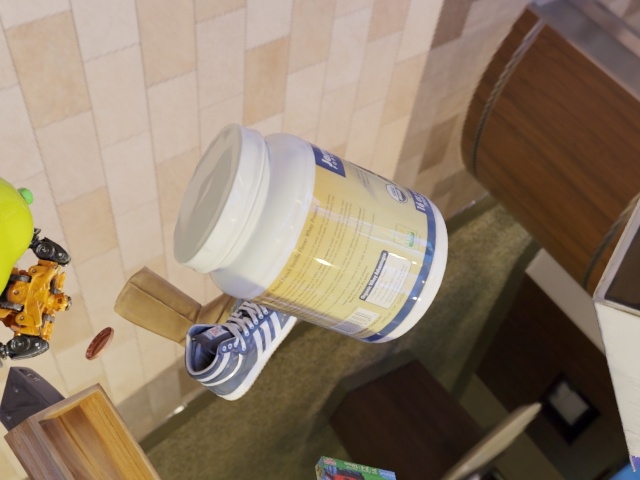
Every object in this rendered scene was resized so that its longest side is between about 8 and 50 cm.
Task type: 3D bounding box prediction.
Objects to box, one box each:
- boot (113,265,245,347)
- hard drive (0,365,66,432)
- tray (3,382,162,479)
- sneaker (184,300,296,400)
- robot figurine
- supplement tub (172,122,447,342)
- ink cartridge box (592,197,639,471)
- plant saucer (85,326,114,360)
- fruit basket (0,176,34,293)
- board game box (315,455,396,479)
[{"bbox_3d":[-0.322,0.134,1.781,0.236,0.269,0.089,-58,165,-11],"label":"boot"},{"bbox_3d":[-0.561,0.386,1.548,0.054,0.255,0.172,-20,142,-53],"label":"hard drive"},{"bbox_3d":[-0.354,0.463,1.303,0.076,0.411,0.203,-36,175,17],"label":"tray"},{"bbox_3d":[-0.141,0.150,1.379,0.282,0.099,0.153,-60,142,-9],"label":"sneaker"},{"bbox_3d":[-0.508,0.073,1.099,0.291,0.211,0.085,10,160,-4],"label":"robot figurine"},{"bbox_3d":[-0.014,-0.008,1.012,0.316,0.228,0.228,22,121,-26],"label":"supplement tub"},{"bbox_3d":[0.292,0.065,0.590,0.175,0.069,0.371,-58,145,-17],"label":"ink cartridge box"},{"bbox_3d":[-0.475,0.224,1.625,0.083,0.083,0.013,-42,116,7],"label":"plant saucer"},{"bbox_3d":[-0.462,0.040,0.732,0.283,0.392,0.392,2,148,0],"label":"fruit basket"},{"bbox_3d":[0.079,0.506,1.386,0.160,0.211,0.039,18,120,-18],"label":"board game box"}]
